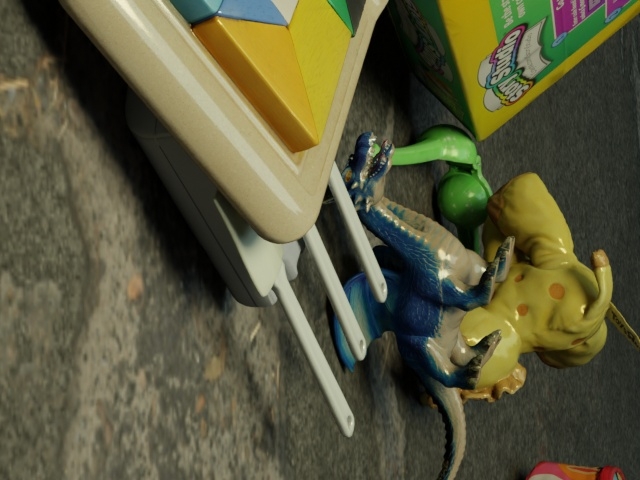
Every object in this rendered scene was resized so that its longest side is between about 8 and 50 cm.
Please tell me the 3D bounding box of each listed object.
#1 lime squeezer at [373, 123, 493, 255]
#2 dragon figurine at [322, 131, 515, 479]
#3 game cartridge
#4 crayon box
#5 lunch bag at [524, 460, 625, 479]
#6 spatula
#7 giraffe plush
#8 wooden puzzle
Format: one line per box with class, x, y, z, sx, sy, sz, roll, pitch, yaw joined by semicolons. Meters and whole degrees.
lime squeezer;0.116;-0.032;1.427;0.310;0.059;0.110;56;36;-53
dragon figurine;0.063;0.054;1.237;0.085;0.144;0.289;-52;151;-56
game cartridge;-0.043;-0.129;1.059;0.196;0.060;0.294;67;29;-46
crayon box;0.194;-0.260;1.249;0.106;0.313;0.363;51;-1;18
lunch bag;0.257;0.398;1.637;0.258;0.120;0.293;68;30;-46
spatula;0.000;0.000;1.051;0.168;0.019;0.242;-74;150;-41
giraffe plush;0.150;0.069;1.373;0.210;0.170;0.181;53;-14;52
wooden puzzle;-0.038;-0.152;0.950;0.221;0.044;0.238;51;42;-32
